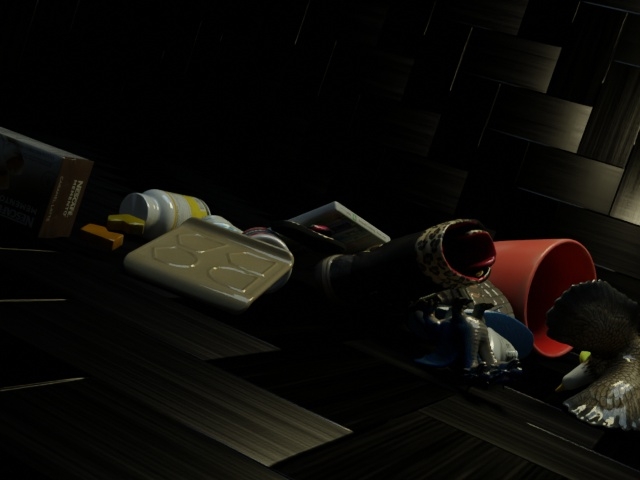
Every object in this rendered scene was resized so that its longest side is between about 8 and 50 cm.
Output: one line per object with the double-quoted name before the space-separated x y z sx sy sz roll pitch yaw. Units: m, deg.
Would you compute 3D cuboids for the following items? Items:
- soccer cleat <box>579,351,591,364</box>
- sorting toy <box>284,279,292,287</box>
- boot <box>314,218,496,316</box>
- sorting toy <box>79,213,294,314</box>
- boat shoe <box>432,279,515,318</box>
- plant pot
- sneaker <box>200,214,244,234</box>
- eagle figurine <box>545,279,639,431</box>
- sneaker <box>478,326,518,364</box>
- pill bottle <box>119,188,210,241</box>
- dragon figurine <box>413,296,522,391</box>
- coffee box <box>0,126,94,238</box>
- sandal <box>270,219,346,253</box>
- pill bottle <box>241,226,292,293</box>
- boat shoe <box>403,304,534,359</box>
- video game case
"soccer cleat" 0.662 0.288 1.921 0.289 0.093 0.121 11 -22 -26
"sorting toy" -0.089 0.059 1.760 0.061 0.042 0.102 16 6 -30
"boot" 0.205 0.053 1.688 0.284 0.138 0.377 -18 -16 38
"sorting toy" -0.219 0.026 1.438 0.307 0.041 0.229 20 24 12
"boat shoe" 0.307 0.134 1.913 0.132 0.130 0.355 21 24 -23
"plant pot" 0.456 0.116 2.032 0.275 0.274 0.243 14 -3 -41
"sneaker" -0.161 0.021 1.801 0.237 0.085 0.086 24 40 -46
"eagle figurine" 0.499 0.207 1.524 0.226 0.225 0.298 28 -1 22
"sneaker" 0.295 0.194 1.513 0.095 0.090 0.235 29 8 4
"pill bottle" -0.308 -0.046 1.750 0.103 0.103 0.184 22 6 30
"dragon figurine" 0.206 0.169 1.411 0.085 0.144 0.289 14 -12 -28
"coffee box" -0.520 -0.107 1.457 0.247 0.141 0.098 21 5 14
"sandal" -0.016 -0.015 1.644 0.067 0.040 0.179 -14 -29 42
"pill bottle" -0.111 0.031 1.621 0.108 0.107 0.180 18 5 -9
"boat shoe" 0.284 0.159 1.694 0.258 0.109 0.089 19 1 -15
"video game case" 0.000 0.000 1.759 0.212 0.023 0.193 -21 -33 30
